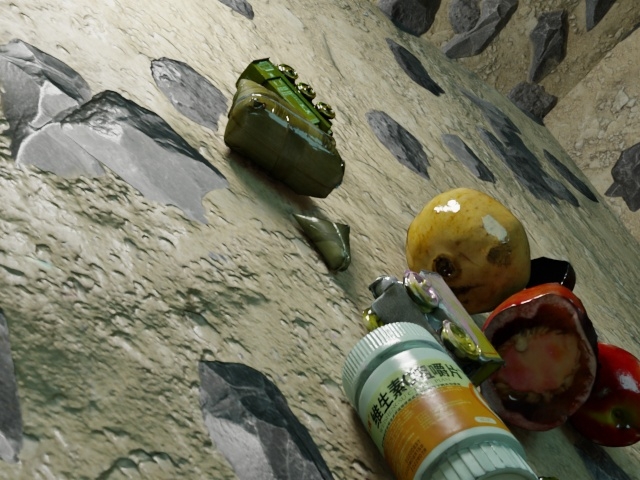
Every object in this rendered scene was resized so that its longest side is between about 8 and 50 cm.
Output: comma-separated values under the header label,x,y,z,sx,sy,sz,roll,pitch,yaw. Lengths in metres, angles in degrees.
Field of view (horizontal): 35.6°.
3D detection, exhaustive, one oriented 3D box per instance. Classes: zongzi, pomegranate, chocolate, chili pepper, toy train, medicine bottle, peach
label,x,y,z,sx,sy,sz,roll,pitch,yaw
zongzi,0.000,0.000,1.762,0.113,0.052,0.104,20,34,-18
pomegranate,0.293,0.021,1.968,0.260,0.260,0.260,36,23,-18
chocolate,0.575,0.104,2.480,0.080,0.125,0.148,49,11,-35
chili pepper,0.424,0.207,1.854,0.305,0.229,0.251,-4,83,-67
toy train,-0.068,-0.293,2.126,0.225,0.090,0.137,47,29,9
medicine bottle,0.155,0.256,1.324,0.158,0.158,0.318,28,15,-33
toy train,0.188,0.160,1.665,0.177,0.134,0.261,12,38,-53
peach,0.576,0.305,2.002,0.196,0.190,0.226,13,19,-3
zongzi,-0.065,-0.204,1.923,0.251,0.125,0.274,35,17,-17

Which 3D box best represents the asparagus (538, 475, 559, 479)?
label,x,y,z,sx,sy,sz,roll,pitch,yaw
asparagus,0.388,0.482,1.528,0.067,0.060,0.277,52,14,-34
